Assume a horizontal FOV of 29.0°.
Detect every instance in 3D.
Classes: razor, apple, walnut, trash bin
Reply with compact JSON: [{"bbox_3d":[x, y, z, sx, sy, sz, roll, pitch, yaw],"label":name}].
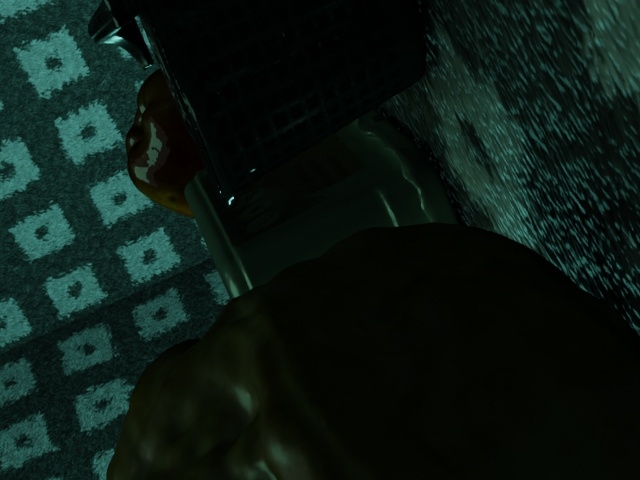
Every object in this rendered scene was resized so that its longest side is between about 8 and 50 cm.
[{"bbox_3d":[-0.123,-0.130,0.742,0.190,0.033,0.066,-144,31,-78],"label":"razor"},{"bbox_3d":[-0.122,-0.128,1.523,0.234,0.234,0.234,155,90,-85],"label":"apple"},{"bbox_3d":[0.050,0.154,0.623,0.344,0.306,0.306,48,164,49],"label":"walnut"},{"bbox_3d":[-0.023,-0.128,0.786,0.175,0.161,0.175,158,90,-86],"label":"trash bin"}]

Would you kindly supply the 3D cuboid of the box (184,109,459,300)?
[{"bbox_3d":[0.000,0.000,1.054,0.312,0.182,0.175,-128,14,-66],"label":"box"}]
